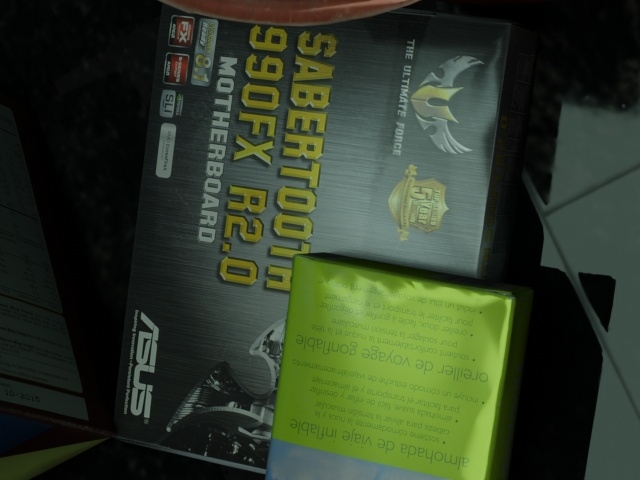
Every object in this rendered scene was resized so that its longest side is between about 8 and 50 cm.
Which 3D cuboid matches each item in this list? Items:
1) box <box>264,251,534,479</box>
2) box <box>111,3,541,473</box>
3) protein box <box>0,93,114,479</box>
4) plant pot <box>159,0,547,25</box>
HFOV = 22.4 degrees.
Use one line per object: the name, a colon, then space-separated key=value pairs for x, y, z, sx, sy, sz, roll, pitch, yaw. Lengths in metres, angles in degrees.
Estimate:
box: x=0.030 y=0.101 z=0.728 sx=0.109 sy=0.042 sz=0.178 roll=10 pitch=96 yaw=23
box: x=0.000 y=0.000 z=0.793 sx=0.183 sy=0.056 sz=0.231 roll=10 pitch=95 yaw=23
protein box: x=-0.243 y=0.039 z=0.826 sx=0.199 sy=0.136 sz=0.201 roll=-28 pitch=63 yaw=21
plant pot: x=0.044 y=-0.211 z=0.657 sx=0.272 sy=0.265 sz=0.273 roll=1 pitch=92 yaw=22
